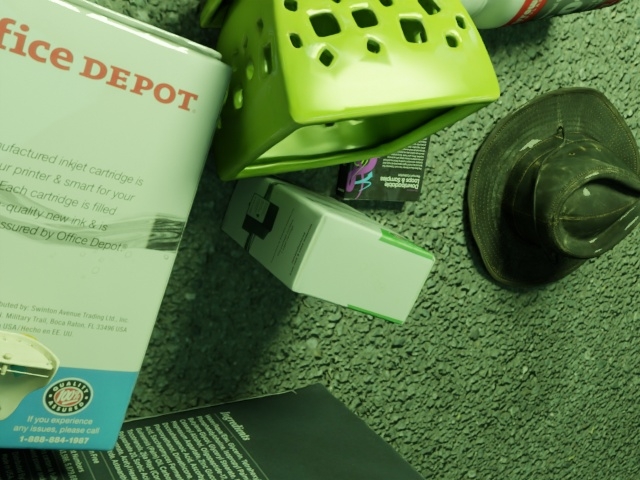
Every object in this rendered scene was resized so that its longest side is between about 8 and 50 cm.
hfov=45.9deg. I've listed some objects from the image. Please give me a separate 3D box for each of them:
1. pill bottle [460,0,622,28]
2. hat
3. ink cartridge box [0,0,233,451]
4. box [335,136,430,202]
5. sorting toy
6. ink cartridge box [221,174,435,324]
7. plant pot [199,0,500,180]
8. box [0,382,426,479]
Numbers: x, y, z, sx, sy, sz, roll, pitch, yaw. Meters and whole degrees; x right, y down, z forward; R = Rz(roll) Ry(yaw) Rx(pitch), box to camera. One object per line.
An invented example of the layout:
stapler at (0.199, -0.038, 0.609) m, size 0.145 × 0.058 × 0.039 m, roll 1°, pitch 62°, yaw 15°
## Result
pill bottle at (0.237, -0.339, 0.892) m, size 0.283 × 0.161 × 0.161 m, roll -17°, pitch 113°, yaw -24°
hat at (0.375, -0.063, 1.077) m, size 0.331 × 0.134 × 0.332 m, roll -9°, pitch 109°, yaw -27°
ink cartridge box at (-0.286, -0.027, 0.687) m, size 0.285 × 0.166 × 0.395 m, roll 14°, pitch 98°, yaw -37°
box at (0.084, -0.130, 0.953) m, size 0.116 × 0.029 × 0.162 m, roll 1°, pitch 104°, yaw -29°
sorting toy at (-0.271, 0.114, 0.619) m, size 0.083 × 0.045 × 0.075 m, roll 19°, pitch 104°, yaw -38°
ink cartridge box at (0.000, 0.000, 0.841) m, size 0.153 × 0.208 × 0.087 m, roll 20°, pitch 99°, yaw -32°
plant pot at (0.009, -0.195, 0.762) m, size 0.228 × 0.227 × 0.207 m, roll -10°, pitch 85°, yaw -25°
box at (-0.156, 0.466, 0.855) m, size 0.471 × 0.297 × 0.480 m, roll -6°, pitch 108°, yaw -30°
